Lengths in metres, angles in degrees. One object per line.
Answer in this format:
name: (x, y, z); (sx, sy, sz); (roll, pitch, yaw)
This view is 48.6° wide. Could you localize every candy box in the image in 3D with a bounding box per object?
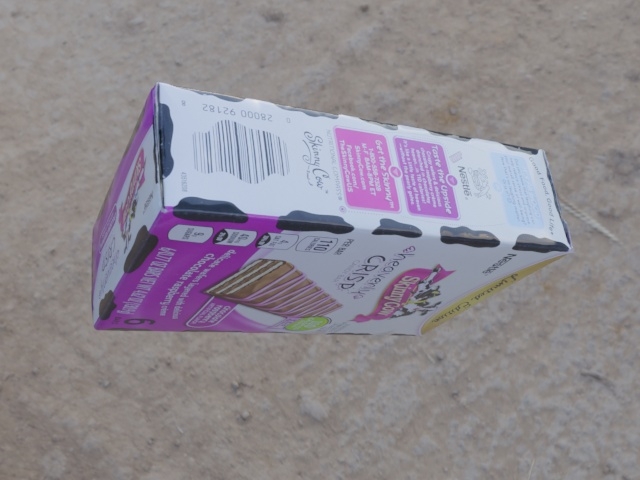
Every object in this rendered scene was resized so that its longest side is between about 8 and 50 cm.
candy box: (0.000, 0.000, 0.413); (0.234, 0.159, 0.071); (4, 64, -26)
